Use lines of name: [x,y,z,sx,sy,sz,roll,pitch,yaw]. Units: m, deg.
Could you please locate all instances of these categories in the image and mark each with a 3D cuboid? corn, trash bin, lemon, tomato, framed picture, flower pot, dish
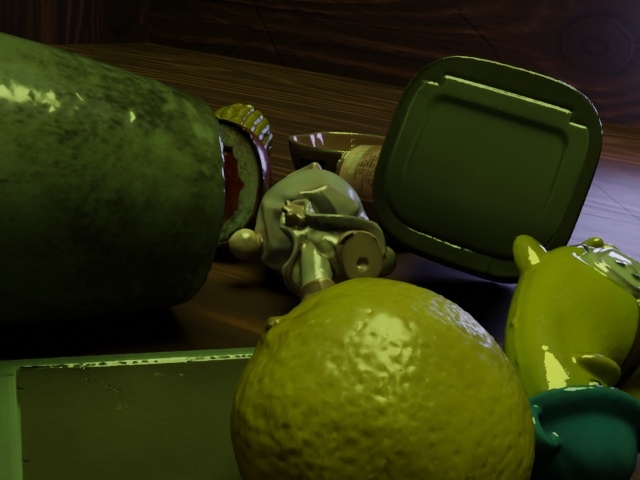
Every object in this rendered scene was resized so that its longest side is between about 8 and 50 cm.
corn: [-0.145,-0.142,1.410,0.131,0.131,0.344,6,17,-3]
trash bin: [0.195,-0.061,1.025,0.220,0.219,0.250,22,-4,15]
lemon: [0.040,0.119,0.546,0.203,0.178,0.178,42,20,-2]
tomato: [-0.160,-0.071,1.146,0.214,0.180,0.155,11,3,11]
framed picture: [-0.101,0.142,0.685,0.293,0.018,0.231,0,18,-20]
flower pot: [-0.280,-0.054,0.827,0.330,0.293,0.294,4,16,-29]
dish: [0.048,-0.126,1.490,0.214,0.090,0.213,4,15,-1]

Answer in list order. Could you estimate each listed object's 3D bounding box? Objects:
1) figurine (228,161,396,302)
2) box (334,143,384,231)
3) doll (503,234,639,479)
figurine: [0.000,-0.001,0.990,0.200,0.133,0.276,6,18,-13]
box: [0.101,-0.074,1.257,0.135,0.151,0.151,9,15,37]
doll: [0.219,0.089,0.748,0.199,0.145,0.363,49,30,5]
